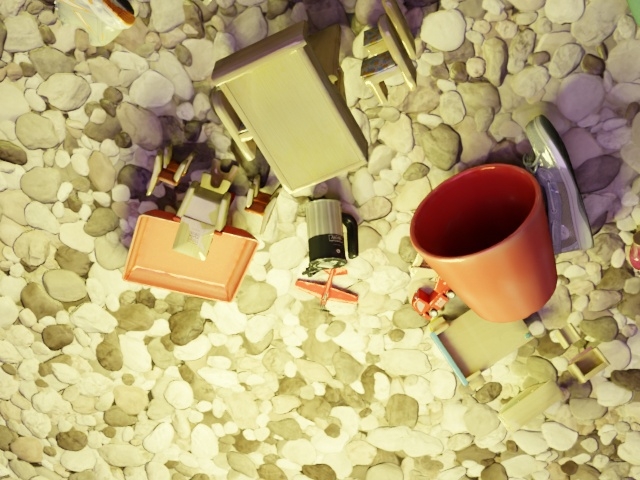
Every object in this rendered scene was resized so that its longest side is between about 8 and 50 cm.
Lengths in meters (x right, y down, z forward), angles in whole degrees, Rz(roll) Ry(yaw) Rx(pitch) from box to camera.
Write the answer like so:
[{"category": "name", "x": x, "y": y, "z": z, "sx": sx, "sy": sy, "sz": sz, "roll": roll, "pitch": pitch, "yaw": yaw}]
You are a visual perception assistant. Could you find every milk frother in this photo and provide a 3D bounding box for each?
[{"category": "milk frother", "x": 0.000, "y": 0.000, "z": 2.068, "sx": 0.143, "sy": 0.135, "sz": 0.129, "roll": -17, "pitch": 158, "yaw": 34}]

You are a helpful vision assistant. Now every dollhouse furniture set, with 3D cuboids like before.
[{"category": "dollhouse furniture set", "x": -0.038, "y": -0.312, "z": 1.738, "sx": 0.362, "sy": 0.394, "sz": 0.257, "roll": -21, "pitch": 123, "yaw": 18}, {"category": "dollhouse furniture set", "x": 0.433, "y": 0.241, "z": 2.169, "sx": 0.286, "sy": 0.198, "sz": 0.303, "roll": -35, "pitch": 78, "yaw": 0}, {"category": "dollhouse furniture set", "x": -0.231, "y": -0.072, "z": 1.974, "sx": 0.261, "sy": 0.259, "sz": 0.135, "roll": 19, "pitch": 109, "yaw": -2}]

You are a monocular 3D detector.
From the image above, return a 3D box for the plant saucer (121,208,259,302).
[{"category": "plant saucer", "x": -0.285, "y": 0.029, "z": 2.093, "sx": 0.258, "sy": 0.048, "sz": 0.259, "roll": 13, "pitch": 141, "yaw": -13}]

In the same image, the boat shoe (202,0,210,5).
[{"category": "boat shoe", "x": -0.185, "y": -0.542, "z": 1.824, "sx": 0.065, "sy": 0.075, "sz": 0.206, "roll": 34, "pitch": 121, "yaw": -15}]

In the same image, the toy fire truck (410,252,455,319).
[{"category": "toy fire truck", "x": 0.246, "y": 0.074, "z": 2.111, "sx": 0.135, "sy": 0.047, "sz": 0.192, "roll": 34, "pitch": 117, "yaw": -11}]

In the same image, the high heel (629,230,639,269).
[{"category": "high heel", "x": 0.766, "y": -0.004, "z": 2.006, "sx": 0.244, "sy": 0.082, "sz": 0.117, "roll": -22, "pitch": 145, "yaw": 3}]

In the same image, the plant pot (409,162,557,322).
[{"category": "plant pot", "x": 0.354, "y": 0.020, "z": 1.957, "sx": 0.274, "sy": 0.275, "sz": 0.243, "roll": -21, "pitch": 126, "yaw": 17}]

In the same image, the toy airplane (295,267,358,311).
[{"category": "toy airplane", "x": 0.020, "y": 0.102, "z": 2.165, "sx": 0.151, "sy": 0.028, "sz": 0.151, "roll": 4, "pitch": 118, "yaw": 7}]

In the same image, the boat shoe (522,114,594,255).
[{"category": "boat shoe", "x": 0.470, "y": -0.105, "z": 1.953, "sx": 0.103, "sy": 0.118, "sz": 0.320, "roll": -17, "pitch": 123, "yaw": 16}]

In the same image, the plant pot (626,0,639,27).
[{"category": "plant pot", "x": 0.647, "y": -0.459, "z": 1.678, "sx": 0.195, "sy": 0.290, "sz": 0.290, "roll": 36, "pitch": 122, "yaw": 27}]

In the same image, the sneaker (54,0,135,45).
[{"category": "sneaker", "x": -0.497, "y": -0.485, "z": 1.883, "sx": 0.121, "sy": 0.099, "sz": 0.262, "roll": -38, "pitch": 106, "yaw": 28}]
